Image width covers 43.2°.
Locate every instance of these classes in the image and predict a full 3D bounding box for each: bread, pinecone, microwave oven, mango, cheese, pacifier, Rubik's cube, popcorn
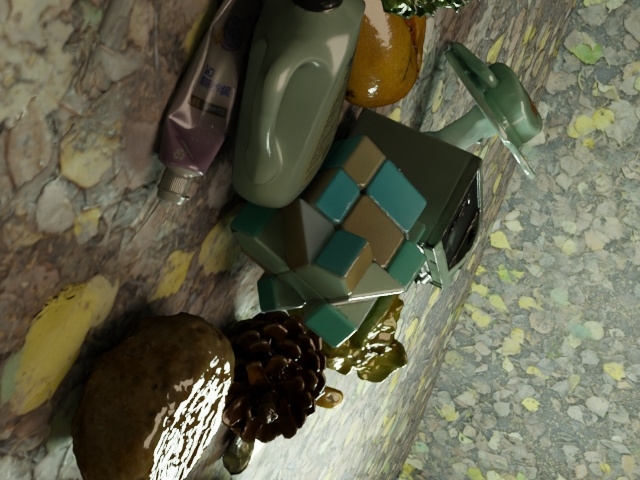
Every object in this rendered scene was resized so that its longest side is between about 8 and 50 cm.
[{"bbox_3d":[0.002,0.337,1.756,0.062,0.103,0.049,24,78,-29],"label":"bread"},{"bbox_3d":[-0.194,0.191,0.928,0.230,0.122,0.230,21,90,-75],"label":"bread"},{"bbox_3d":[-0.082,0.204,1.174,0.212,0.168,0.186,-55,148,-65],"label":"pinecone"},{"bbox_3d":[0.140,-0.050,1.341,0.181,0.237,0.295,-62,163,-8],"label":"microwave oven"},{"bbox_3d":[0.069,-0.279,1.050,0.177,0.120,0.295,-63,161,-12],"label":"mango"},{"bbox_3d":[-0.092,0.306,1.449,0.235,0.049,0.127,-38,146,-51],"label":"cheese"},{"bbox_3d":[0.292,-0.232,1.621,0.269,0.288,0.343,-32,143,14],"label":"pacifier"},{"bbox_3d":[0.000,0.000,1.063,0.213,0.224,0.265,-56,-157,-21],"label":"Rubik's cube"},{"bbox_3d":[0.049,0.120,1.318,0.181,0.217,0.235,-24,155,-16],"label":"popcorn"}]

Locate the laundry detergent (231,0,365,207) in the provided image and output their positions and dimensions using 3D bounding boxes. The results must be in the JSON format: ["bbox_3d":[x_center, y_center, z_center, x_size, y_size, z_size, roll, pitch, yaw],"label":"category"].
[{"bbox_3d":[-0.023,-0.183,0.868,0.281,0.105,0.215,107,8,-57],"label":"laundry detergent"}]

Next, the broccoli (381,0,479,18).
[{"bbox_3d":[0.070,-0.372,0.663,0.375,0.249,0.302,47,50,-27],"label":"broccoli"}]

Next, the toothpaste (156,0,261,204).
[{"bbox_3d":[-0.102,-0.181,0.836,0.075,0.048,0.301,17,95,-67],"label":"toothpaste"}]
